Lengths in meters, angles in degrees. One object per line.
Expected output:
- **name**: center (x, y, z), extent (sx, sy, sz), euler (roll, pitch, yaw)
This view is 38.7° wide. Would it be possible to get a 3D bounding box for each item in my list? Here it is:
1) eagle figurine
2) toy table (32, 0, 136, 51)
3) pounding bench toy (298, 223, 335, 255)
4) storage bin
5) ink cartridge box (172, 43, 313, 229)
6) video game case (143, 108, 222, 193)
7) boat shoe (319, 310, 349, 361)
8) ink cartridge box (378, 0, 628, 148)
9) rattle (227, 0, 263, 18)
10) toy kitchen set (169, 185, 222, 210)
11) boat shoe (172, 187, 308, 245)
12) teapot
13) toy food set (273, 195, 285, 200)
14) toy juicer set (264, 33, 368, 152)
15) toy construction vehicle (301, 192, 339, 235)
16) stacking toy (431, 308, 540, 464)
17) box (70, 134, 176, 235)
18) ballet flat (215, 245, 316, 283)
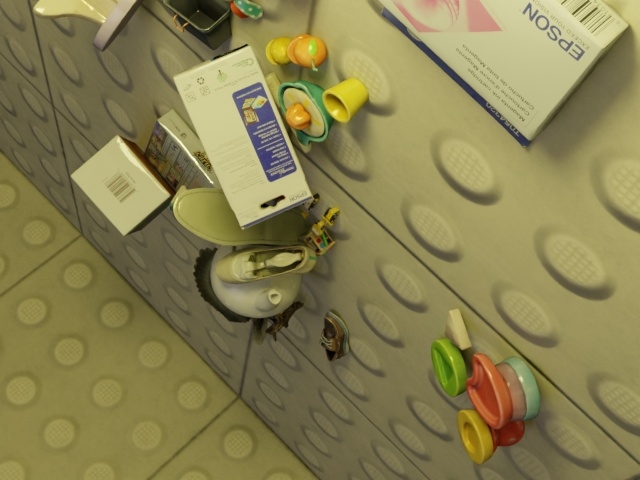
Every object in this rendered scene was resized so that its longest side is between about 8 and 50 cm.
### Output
- **eagle figurine**: center (-0.196, 0.126, 2.511), extent (0.298, 0.225, 0.226), euler (35, 165, 6)
- **toy table**: center (-0.477, -0.529, 1.951), extent (0.161, 0.252, 0.274), euler (38, 148, -15)
- **pounding bench toy**: center (0.000, 0.000, 2.125), extent (0.065, 0.052, 0.083), euler (54, 156, -11)
- **storage bin**: center (-0.244, -0.446, 1.836), extent (0.135, 0.098, 0.091), euler (39, 165, 22)
- **ink cartridge box**: center (-0.151, -0.203, 1.800), extent (0.065, 0.165, 0.332), euler (-125, 13, -71)
- **video game case**: center (-0.357, -0.198, 2.441), extent (0.244, 0.061, 0.269), euler (48, 157, -1)
- **boat shoe**: center (0.034, 0.266, 2.453), extent (0.066, 0.066, 0.183), euler (31, 151, 36)
- **ink cartridge box**: center (0.219, -0.297, 1.271), extent (0.324, 0.071, 0.330), euler (45, 155, 9)
- **rattle**: center (-0.197, -0.466, 1.663), extent (0.130, 0.142, 0.199), euler (14, 136, 24)
- **toy kitchen set**: center (-0.302, -0.083, 2.281), extent (0.166, 0.122, 0.207), euler (24, 158, -1)
- **boat shoe**: center (-0.199, -0.050, 2.123), extent (0.113, 0.340, 0.127), euler (0, 88, 59)
- **teapot**: center (-0.154, 0.052, 2.277), extent (0.256, 0.252, 0.187), euler (30, 140, 14)
- **toy food set**: center (-0.112, -0.128, 2.167), extent (0.083, 0.020, 0.082), euler (19, 142, 50)
- **toy juicer set**: center (-0.052, -0.278, 1.746), extent (0.209, 0.089, 0.329), euler (51, 157, -5)
- **toy construction vehicle**: center (-0.001, -0.062, 2.051), extent (0.086, 0.035, 0.098), euler (44, 141, 13)
- **stacking toy**: center (0.361, 0.295, 1.940), extent (0.309, 0.130, 0.279), euler (99, 152, -57)
- **box**: center (-0.533, -0.151, 2.538), extent (0.215, 0.168, 0.345), euler (49, 178, -6)
- **ballet flat**: center (-0.134, 0.053, 2.114), extent (0.086, 0.248, 0.086), euler (-10, -90, -80)
